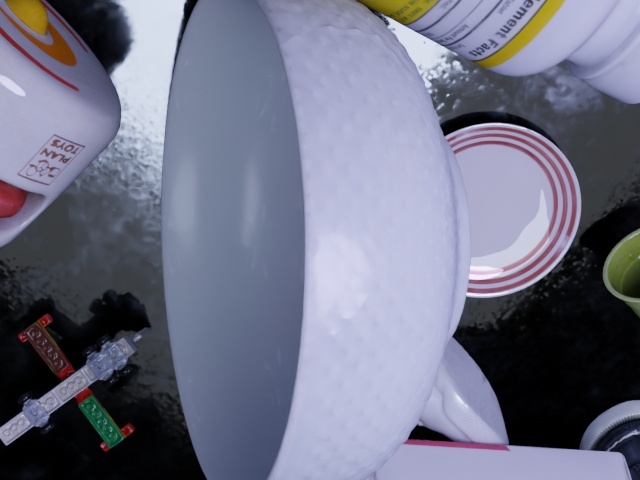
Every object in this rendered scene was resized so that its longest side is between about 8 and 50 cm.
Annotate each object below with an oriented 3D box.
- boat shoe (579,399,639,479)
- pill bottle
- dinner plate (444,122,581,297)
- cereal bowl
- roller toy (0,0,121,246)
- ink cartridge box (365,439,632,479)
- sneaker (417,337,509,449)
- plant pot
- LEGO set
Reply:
[{"bbox_3d":[0.342,0.277,1.186,0.127,0.113,0.340,-34,111,9],"label":"boat shoe"},{"bbox_3d":[0.093,-0.222,0.915,0.334,0.188,0.188,25,109,-15],"label":"pill bottle"},{"bbox_3d":[0.126,-0.023,1.094,0.141,0.017,0.141,-2,113,-5],"label":"dinner plate"},{"bbox_3d":[0.000,0.000,0.935,0.141,0.339,0.339,-2,114,-20],"label":"cereal bowl"},{"bbox_3d":[-0.229,-0.102,0.936,0.146,0.191,0.209,-43,109,12],"label":"roller toy"},{"bbox_3d":[0.117,0.295,1.135,0.207,0.117,0.283,4,130,-7],"label":"ink cartridge box"},{"bbox_3d":[0.052,0.102,1.116,0.212,0.080,0.094,44,110,-10],"label":"sneaker"},{"bbox_3d":[0.269,0.042,1.106,0.083,0.083,0.079,-29,124,7],"label":"plant pot"},{"bbox_3d":[-0.234,0.143,1.109,0.244,0.060,0.182,11,98,4],"label":"LEGO set"}]
